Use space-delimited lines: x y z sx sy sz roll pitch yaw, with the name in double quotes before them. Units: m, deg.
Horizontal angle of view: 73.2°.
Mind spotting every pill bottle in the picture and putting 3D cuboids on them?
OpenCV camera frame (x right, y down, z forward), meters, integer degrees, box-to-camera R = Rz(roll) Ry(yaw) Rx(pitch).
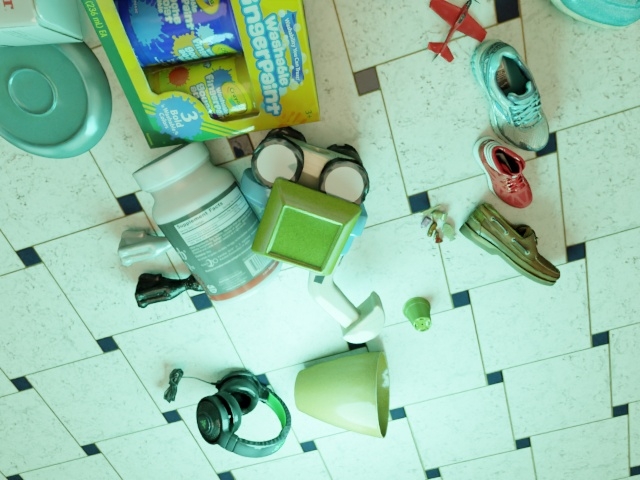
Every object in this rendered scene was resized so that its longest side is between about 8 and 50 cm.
"pill bottle" -0.260 -0.044 1.021 0.210 0.210 0.362 -25 112 10

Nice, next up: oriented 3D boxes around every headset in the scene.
"headset" -0.281 0.501 1.270 0.395 0.243 0.185 28 109 10

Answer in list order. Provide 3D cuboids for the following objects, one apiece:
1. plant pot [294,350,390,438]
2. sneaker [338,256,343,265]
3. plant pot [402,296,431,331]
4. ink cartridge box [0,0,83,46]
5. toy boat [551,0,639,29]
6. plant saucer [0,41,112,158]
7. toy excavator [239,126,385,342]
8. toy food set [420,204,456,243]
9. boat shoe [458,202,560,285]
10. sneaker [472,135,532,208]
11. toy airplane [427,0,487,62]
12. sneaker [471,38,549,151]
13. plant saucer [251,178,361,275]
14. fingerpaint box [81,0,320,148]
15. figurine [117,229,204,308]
"plant pot" 0.060 0.444 1.261 0.255 0.237 0.236 -4 116 16
"sneaker" 0.008 0.009 1.143 0.135 0.052 0.058 36 89 -10
"plant pot" 0.281 0.217 1.222 0.084 0.079 0.083 -1 116 -1
"ink cartridge box" -0.691 -0.517 0.796 0.396 0.166 0.285 -3 104 1
"toy boat" 0.582 -0.588 0.816 0.268 0.148 0.318 17 114 -9
"plant saucer" -0.640 -0.336 0.971 0.318 0.043 0.317 -1 114 -1
"toy excavator" 0.000 0.000 1.031 0.434 0.222 0.444 17 112 -8
"toy food set" 0.305 -0.039 1.139 0.078 0.019 0.122 -22 121 9
"boat shoe" 0.515 0.013 1.115 0.308 0.110 0.104 28 112 -13
"sneaker" 0.453 -0.143 1.031 0.087 0.128 0.221 -42 109 17
"toy airplane" 0.286 -0.458 0.937 0.152 0.028 0.151 -1 115 -2
"sneaker" 0.432 -0.307 0.958 0.110 0.122 0.283 -35 111 14
"plant saucer" -0.033 -0.012 0.893 0.189 0.045 0.188 18 120 -10
"fingerpaint box" -0.216 -0.425 0.809 0.372 0.163 0.444 -8 131 2
"figurine" -0.397 0.060 1.143 0.210 0.092 0.214 -11 114 -4
